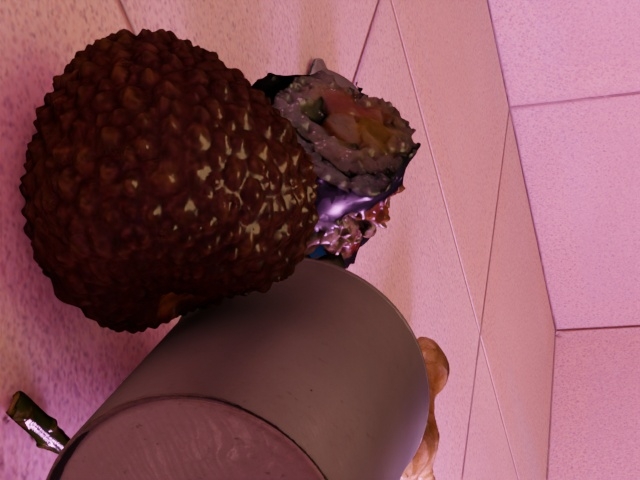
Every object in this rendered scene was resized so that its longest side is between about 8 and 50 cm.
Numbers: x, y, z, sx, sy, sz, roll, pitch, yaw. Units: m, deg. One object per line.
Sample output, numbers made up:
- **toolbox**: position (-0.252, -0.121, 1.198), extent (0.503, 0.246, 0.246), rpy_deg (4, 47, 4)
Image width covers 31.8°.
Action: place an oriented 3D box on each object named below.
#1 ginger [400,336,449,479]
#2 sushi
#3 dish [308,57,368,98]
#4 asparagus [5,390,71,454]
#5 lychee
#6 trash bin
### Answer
- **ginger**: position (0.159, 0.316, 1.913), extent (0.348, 0.122, 0.363), rpy_deg (59, 41, -68)
- **sushi**: position (-0.005, -0.074, 1.420), extent (0.238, 0.225, 0.218), rpy_deg (-27, 151, -32)
- **dish**: position (0.033, -0.169, 1.725), extent (0.246, 0.078, 0.224), rpy_deg (-42, 127, -66)
- **asparagus**: position (-0.235, 0.159, 0.950), extent (0.108, 0.021, 0.025), rpy_deg (62, 34, -50)
- **lychee**: position (-0.139, -0.061, 0.965), extent (0.271, 0.271, 0.271), rpy_deg (-5, 90, -71)
- **trash bin**: position (-0.054, 0.184, 1.019), extent (0.432, 0.280, 0.280), rpy_deg (-47, 130, -74)
